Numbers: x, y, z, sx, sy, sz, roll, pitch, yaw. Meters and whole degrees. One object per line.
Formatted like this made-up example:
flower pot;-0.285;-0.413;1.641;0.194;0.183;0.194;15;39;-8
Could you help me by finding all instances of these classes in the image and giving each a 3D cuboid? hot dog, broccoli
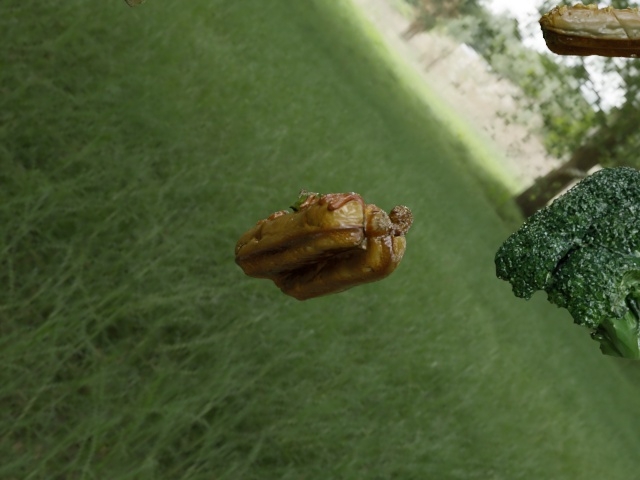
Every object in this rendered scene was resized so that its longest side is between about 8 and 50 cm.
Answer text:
hot dog;0.307;-0.215;0.999;0.071;0.165;0.045;25;70;-81
hot dog;0.000;0.000;1.392;0.158;0.117;0.349;29;-22;-18
broccoli;0.364;0.033;1.209;0.295;0.265;0.245;1;79;-42

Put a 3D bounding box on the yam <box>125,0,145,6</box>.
yam;-0.155;-0.479;1.418;0.083;0.371;0.083;49;-3;4
